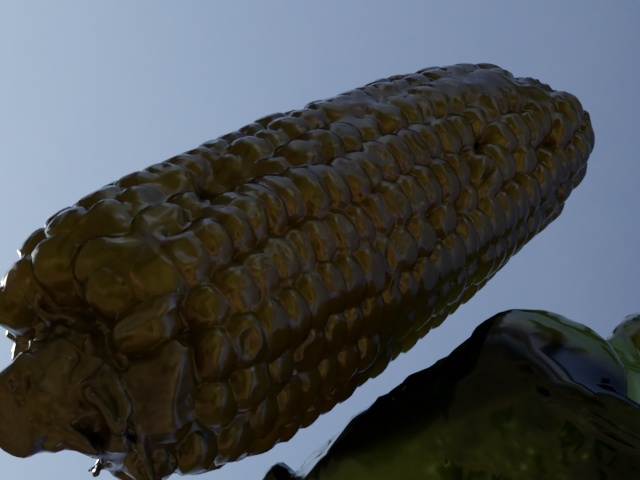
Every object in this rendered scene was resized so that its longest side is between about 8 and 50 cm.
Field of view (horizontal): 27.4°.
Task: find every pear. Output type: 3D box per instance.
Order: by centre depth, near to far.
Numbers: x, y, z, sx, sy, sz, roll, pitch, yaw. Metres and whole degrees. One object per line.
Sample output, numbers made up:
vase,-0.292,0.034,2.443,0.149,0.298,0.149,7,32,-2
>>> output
pear,0.137,0.140,0.464,0.164,0.255,0.238,-45,-114,27

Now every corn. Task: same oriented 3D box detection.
corn,0.000,0.000,0.438,0.097,0.262,0.097,24,-52,35
